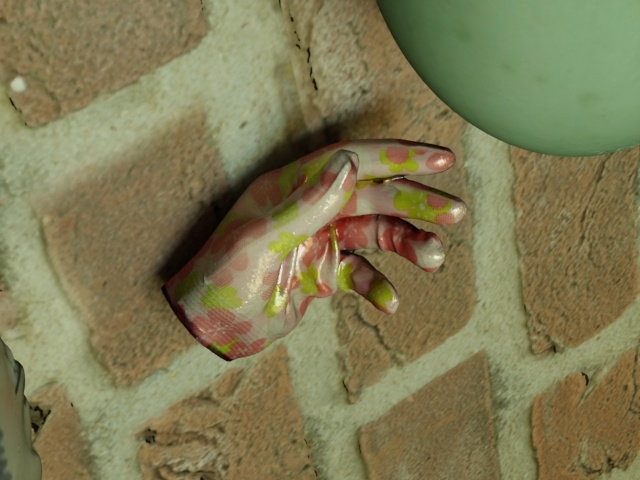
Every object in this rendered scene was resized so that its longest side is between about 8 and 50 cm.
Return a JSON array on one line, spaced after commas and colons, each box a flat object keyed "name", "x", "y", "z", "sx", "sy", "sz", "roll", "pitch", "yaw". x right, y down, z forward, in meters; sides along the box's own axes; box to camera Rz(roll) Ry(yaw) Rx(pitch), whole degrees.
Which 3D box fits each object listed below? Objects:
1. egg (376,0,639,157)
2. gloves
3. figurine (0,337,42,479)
[{"name": "egg", "x": 0.161, "y": -0.212, "z": 1.138, "sx": 0.276, "sy": 0.276, "sz": 0.389, "roll": -31, "pitch": 148, "yaw": -13}, {"name": "gloves", "x": -0.003, "y": -0.005, "z": 1.373, "sx": 0.241, "sy": 0.126, "sz": 0.145, "roll": -39, "pitch": 123, "yaw": 4}, {"name": "figurine", "x": -0.282, "y": 0.150, "z": 1.049, "sx": 0.266, "sy": 0.377, "sz": 0.361, "roll": -38, "pitch": 148, "yaw": -2}]
